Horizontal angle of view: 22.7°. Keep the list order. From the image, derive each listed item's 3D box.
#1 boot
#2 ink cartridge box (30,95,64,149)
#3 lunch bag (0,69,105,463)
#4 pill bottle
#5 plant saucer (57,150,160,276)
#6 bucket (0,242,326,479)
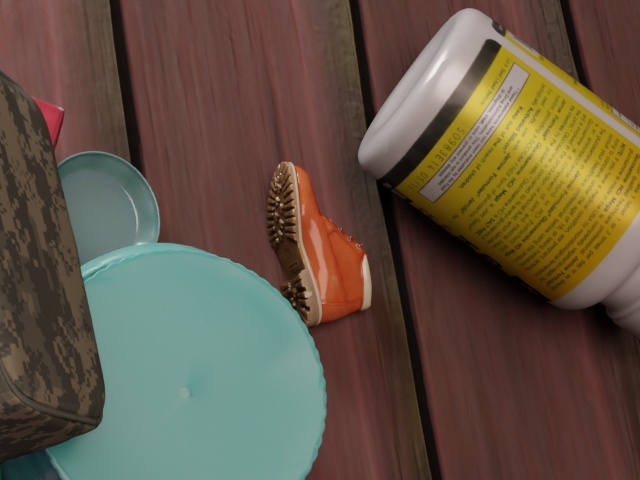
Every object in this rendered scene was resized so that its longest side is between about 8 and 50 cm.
[{"bbox_3d":[0.000,0.000,1.505,0.084,0.059,0.158,-10,85,-26],"label":"boot"},{"bbox_3d":[-0.366,0.005,1.325,0.226,0.131,0.306,19,66,-14],"label":"ink cartridge box"},{"bbox_3d":[-0.321,0.036,1.145,0.256,0.212,0.305,-19,77,12],"label":"lunch bag"},{"bbox_3d":[0.217,-0.054,1.526,0.334,0.188,0.188,36,64,-6],"label":"pill bottle"},{"bbox_3d":[-0.202,-0.021,1.442,0.119,0.021,0.119,9,74,-32],"label":"plant saucer"},{"bbox_3d":[-0.135,0.143,1.333,0.281,0.183,0.281,6,71,-18],"label":"bucket"}]
